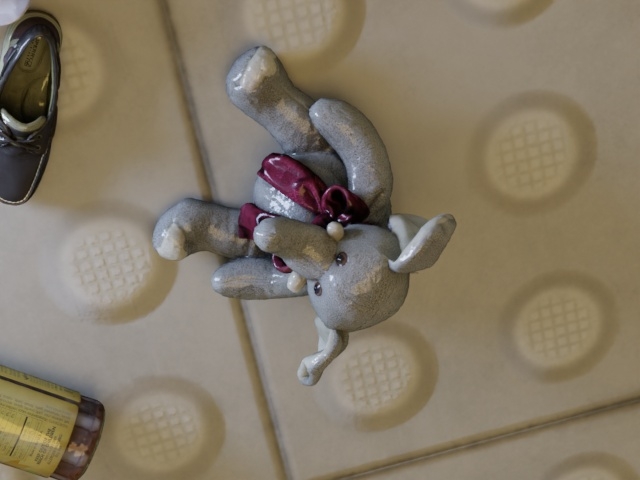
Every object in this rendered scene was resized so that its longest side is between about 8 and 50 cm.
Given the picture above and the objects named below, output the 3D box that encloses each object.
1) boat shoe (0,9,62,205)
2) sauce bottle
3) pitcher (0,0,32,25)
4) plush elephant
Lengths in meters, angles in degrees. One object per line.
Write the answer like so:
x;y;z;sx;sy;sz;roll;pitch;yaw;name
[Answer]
-0.325;-0.136;1.502;0.080;0.073;0.224;10;111;-14;boat shoe
-0.427;0.181;1.609;0.344;0.111;0.111;23;108;-16;sauce bottle
-0.411;-0.297;1.401;0.177;0.125;0.207;-20;123;22;pitcher
0.000;0.000;1.517;0.330;0.255;0.272;29;106;-20;plush elephant
